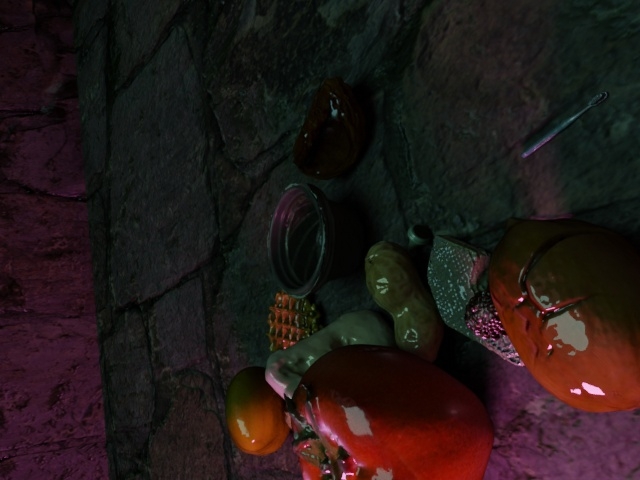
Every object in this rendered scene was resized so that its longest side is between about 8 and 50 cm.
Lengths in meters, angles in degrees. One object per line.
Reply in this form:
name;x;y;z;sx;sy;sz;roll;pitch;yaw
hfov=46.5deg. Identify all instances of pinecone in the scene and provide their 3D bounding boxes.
pinecone;0.250;0.108;1.099;0.083;0.077;0.077;138;130;-88

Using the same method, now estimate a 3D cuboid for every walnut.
walnut;0.321;0.080;0.953;0.298;0.203;0.203;56;136;30

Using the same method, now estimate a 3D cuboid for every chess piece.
chess piece;0.163;0.014;1.348;0.042;0.042;0.093;66;146;32

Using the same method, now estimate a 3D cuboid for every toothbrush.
toothbrush;0.346;-0.164;1.073;0.167;0.014;0.011;-42;65;50

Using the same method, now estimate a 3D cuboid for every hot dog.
hot dog;0.018;-0.223;1.512;0.227;0.099;0.160;-50;50;47

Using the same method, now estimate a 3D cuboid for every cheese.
cheese;0.043;0.267;1.455;0.173;0.251;0.248;44;164;32

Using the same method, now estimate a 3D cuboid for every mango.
mango;-0.142;0.373;1.651;0.332;0.142;0.195;84;174;-71

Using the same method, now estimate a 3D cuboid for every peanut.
peanut;0.147;0.106;1.298;0.229;0.103;0.098;61;165;14

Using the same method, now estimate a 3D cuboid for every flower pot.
flower pot;0.000;0.000;1.509;0.235;0.140;0.235;-1;89;56

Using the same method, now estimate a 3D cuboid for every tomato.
tomato;0.112;0.323;1.204;0.341;0.272;0.341;29;127;48

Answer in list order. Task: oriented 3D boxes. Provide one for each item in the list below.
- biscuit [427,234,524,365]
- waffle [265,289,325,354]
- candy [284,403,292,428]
biscuit;0.258;0.087;1.190;0.250;0.046;0.147;30;116;54
waffle;-0.058;0.218;1.691;0.232;0.051;0.229;-61;43;40
candy;-0.016;0.491;1.621;0.092;0.093;0.336;-52;-47;-86
